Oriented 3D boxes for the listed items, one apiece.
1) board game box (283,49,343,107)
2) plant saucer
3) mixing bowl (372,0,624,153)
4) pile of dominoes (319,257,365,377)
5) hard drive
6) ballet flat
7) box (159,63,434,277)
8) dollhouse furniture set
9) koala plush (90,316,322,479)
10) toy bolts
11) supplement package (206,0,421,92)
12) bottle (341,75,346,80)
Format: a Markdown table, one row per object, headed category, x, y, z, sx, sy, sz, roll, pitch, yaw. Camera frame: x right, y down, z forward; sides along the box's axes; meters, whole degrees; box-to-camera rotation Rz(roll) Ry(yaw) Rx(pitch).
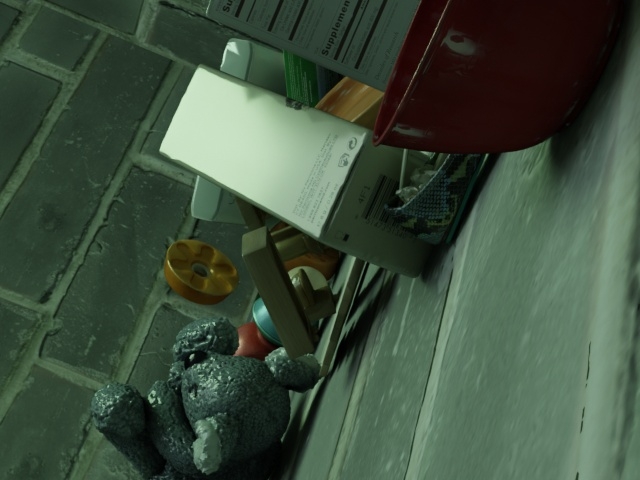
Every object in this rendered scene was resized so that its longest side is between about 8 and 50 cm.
| category | x | y | z | sx | sy | sz | roll | pitch | yaw |
| --- | --- | --- | --- | --- | --- | --- | --- | --- | --- |
| board game box | 0.006 | -0.223 | 1.694 | 0.213 | 0.046 | 0.317 | -43 | -50 | -69 |
| plant saucer | 0.053 | -0.159 | 1.469 | 0.200 | 0.037 | 0.200 | -38 | 18 | 15 |
| mixing bowl | 0.108 | -0.119 | 0.729 | 0.181 | 0.098 | 0.181 | -157 | 90 | -87 |
| pile of dominoes | 0.055 | 0.022 | 1.259 | 0.251 | 0.040 | 0.196 | 103 | -174 | -62 |
| hard drive | -0.047 | -0.132 | 1.776 | 0.353 | 0.047 | 0.233 | 6 | -82 | -63 |
| ballet flat | 0.099 | -0.085 | 0.910 | 0.070 | 0.070 | 0.188 | -80 | 14 | -72 |
| box | -0.016 | -0.064 | 1.069 | 0.275 | 0.113 | 0.094 | 29 | 96 | 51 |
| dollhouse furniture set | 0.000 | 0.000 | 1.214 | 0.151 | 0.123 | 0.144 | -96 | -17 | -68 |
| koala plush | -0.099 | 0.184 | 1.370 | 0.196 | 0.203 | 0.221 | -37 | 2 | -32 |
| toy bolts | -0.069 | 0.043 | 1.611 | 0.158 | 0.218 | 0.228 | -58 | 27 | 32 |
| supplement package | 0.037 | -0.220 | 1.161 | 0.139 | 0.244 | 0.134 | -83 | 16 | -77 |
| bottle | 0.076 | -0.212 | 1.666 | 0.283 | 0.092 | 0.118 | -72 | 0 | -46 |
